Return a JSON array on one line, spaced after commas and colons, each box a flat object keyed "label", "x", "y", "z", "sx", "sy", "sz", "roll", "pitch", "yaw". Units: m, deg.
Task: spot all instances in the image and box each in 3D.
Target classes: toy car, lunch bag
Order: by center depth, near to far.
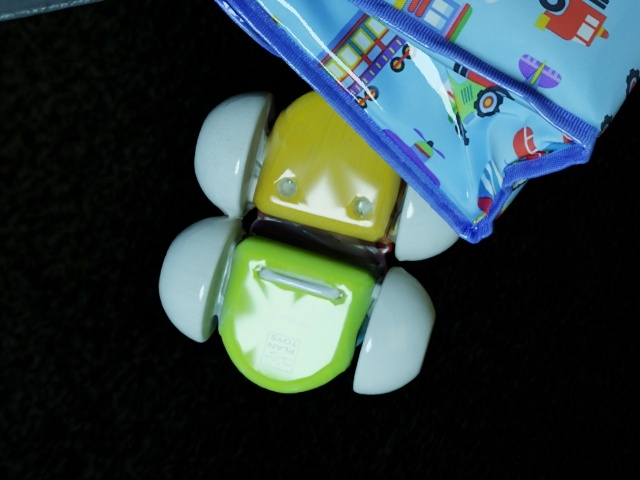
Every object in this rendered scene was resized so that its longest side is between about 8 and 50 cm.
[{"label": "lunch bag", "x": 0.046, "y": -0.184, "z": 0.686, "sx": 0.293, "sy": 0.138, "sz": 0.221, "roll": 38, "pitch": 62, "yaw": -4}, {"label": "toy car", "x": 0.000, "y": 0.000, "z": 0.781, "sx": 0.136, "sy": 0.159, "sz": 0.182, "roll": 2, "pitch": 104, "yaw": -84}]

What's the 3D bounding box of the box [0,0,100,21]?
[{"label": "box", "x": -0.216, "y": -0.158, "z": 0.478, "sx": 0.270, "sy": 0.143, "sz": 0.165, "roll": -21, "pitch": 119, "yaw": -41}]
